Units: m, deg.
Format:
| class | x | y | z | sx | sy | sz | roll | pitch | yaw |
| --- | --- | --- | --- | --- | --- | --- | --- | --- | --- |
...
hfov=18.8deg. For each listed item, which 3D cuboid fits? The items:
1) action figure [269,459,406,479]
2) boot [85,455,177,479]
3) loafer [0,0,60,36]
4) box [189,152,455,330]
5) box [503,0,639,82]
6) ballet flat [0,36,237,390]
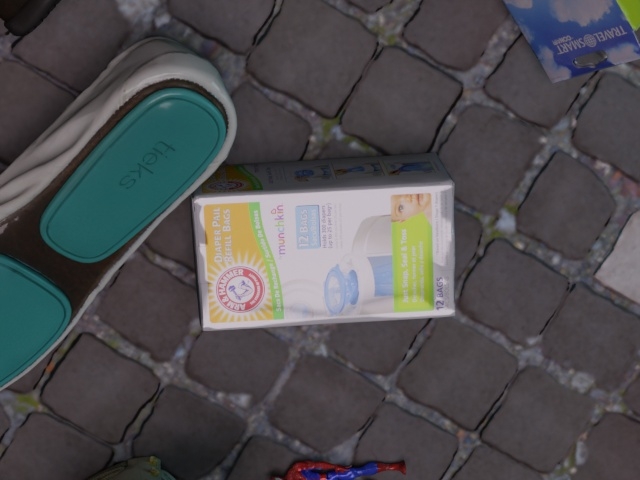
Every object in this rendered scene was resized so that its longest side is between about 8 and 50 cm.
| class | x | y | z | sx | sy | sz | roll | pitch | yaw |
| --- | --- | --- | --- | --- | --- | --- | --- | --- | --- |
| action figure | 0.014 | 0.203 | 1.629 | 0.115 | 0.030 | 0.038 | 0 | 111 | -2 |
| boot | -0.120 | 0.222 | 1.551 | 0.213 | 0.165 | 0.077 | -14 | 101 | 6 |
| loafer | -0.187 | -0.255 | 1.452 | 0.078 | 0.080 | 0.220 | 38 | 100 | -14 |
| box | 0.000 | 0.000 | 1.528 | 0.203 | 0.103 | 0.114 | -3 | 106 | -4 |
| box | 0.178 | -0.213 | 1.479 | 0.042 | 0.109 | 0.178 | -45 | 110 | -34 |
| ballet flat | -0.223 | -0.008 | 1.498 | 0.400 | 0.139 | 0.139 | -42 | 105 | 14 |
